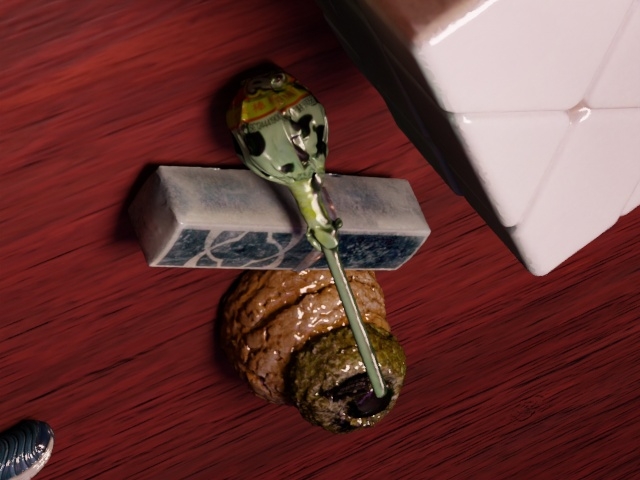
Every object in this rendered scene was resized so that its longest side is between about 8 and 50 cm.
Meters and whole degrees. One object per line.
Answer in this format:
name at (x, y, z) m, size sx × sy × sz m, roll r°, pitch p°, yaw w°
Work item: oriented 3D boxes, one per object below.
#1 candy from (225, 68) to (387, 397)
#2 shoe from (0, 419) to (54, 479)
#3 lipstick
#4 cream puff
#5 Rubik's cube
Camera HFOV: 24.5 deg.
candy at (0.000, 0.000, 1.278) m, size 0.083 × 0.305 × 0.091 m, roll -17°, pitch -171°, yaw 21°
shoe at (-0.321, 0.209, 1.399) m, size 0.143 × 0.064 × 0.071 m, roll -28°, pitch 124°, yaw -19°
lipstick at (-0.036, -0.018, 1.355) m, size 0.290 × 0.076 × 0.077 m, roll 2°, pitch 144°, yaw -37°
cream puff at (0.007, 0.113, 1.456) m, size 0.183 × 0.169 × 0.183 m, roll -21°, pitch 141°, yaw -18°
Rubik's cube at (0.163, -0.229, 1.094) m, size 0.319 × 0.316 × 0.322 m, roll -36°, pitch 142°, yaw 1°
